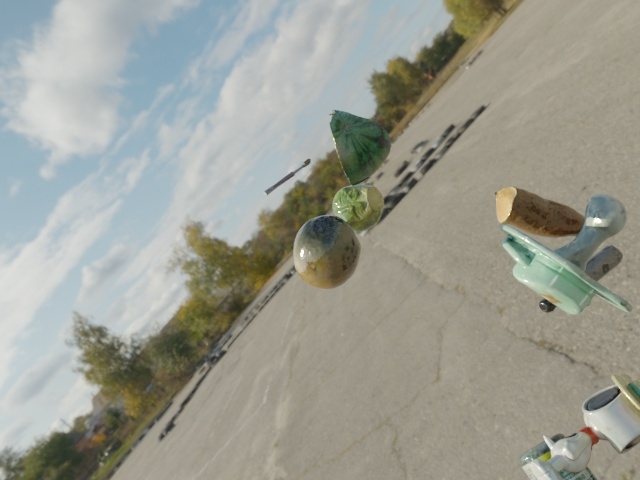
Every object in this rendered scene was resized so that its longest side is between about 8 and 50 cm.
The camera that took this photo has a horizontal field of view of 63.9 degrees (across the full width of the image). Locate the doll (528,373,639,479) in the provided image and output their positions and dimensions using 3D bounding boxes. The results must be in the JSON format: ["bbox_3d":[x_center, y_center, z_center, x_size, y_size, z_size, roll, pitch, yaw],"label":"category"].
[{"bbox_3d":[0.557,0.394,1.019,0.272,0.144,0.208,-28,-28,-24],"label":"doll"}]

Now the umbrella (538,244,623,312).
[{"bbox_3d":[0.778,0.117,1.534,0.338,0.067,0.073,-28,-45,-21],"label":"umbrella"}]

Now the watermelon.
[{"bbox_3d":[0.121,-0.260,1.419,0.146,0.128,0.231,-16,-32,10],"label":"watermelon"}]

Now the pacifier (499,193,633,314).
[{"bbox_3d":[0.572,0.015,1.157,0.269,0.344,0.288,-54,20,7],"label":"pacifier"}]

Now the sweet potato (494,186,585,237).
[{"bbox_3d":[0.688,-0.065,1.560,0.131,0.337,0.131,-162,90,-75],"label":"sweet potato"}]

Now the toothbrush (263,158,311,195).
[{"bbox_3d":[-0.097,-0.194,1.554,0.194,0.014,0.017,-41,-19,-25],"label":"toothbrush"}]

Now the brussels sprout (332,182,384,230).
[{"bbox_3d":[0.131,-0.110,1.719,0.181,0.161,0.144,-6,13,46],"label":"brussels sprout"}]

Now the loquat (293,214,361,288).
[{"bbox_3d":[0.016,0.029,1.285,0.179,0.179,0.227,-49,-8,-13],"label":"loquat"}]

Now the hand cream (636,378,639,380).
[{"bbox_3d":[0.978,0.479,1.435,0.125,0.193,0.193,-65,8,-20],"label":"hand cream"}]

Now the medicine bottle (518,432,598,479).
[{"bbox_3d":[0.643,0.648,1.283,0.142,0.293,0.141,-24,-28,-14],"label":"medicine bottle"}]
